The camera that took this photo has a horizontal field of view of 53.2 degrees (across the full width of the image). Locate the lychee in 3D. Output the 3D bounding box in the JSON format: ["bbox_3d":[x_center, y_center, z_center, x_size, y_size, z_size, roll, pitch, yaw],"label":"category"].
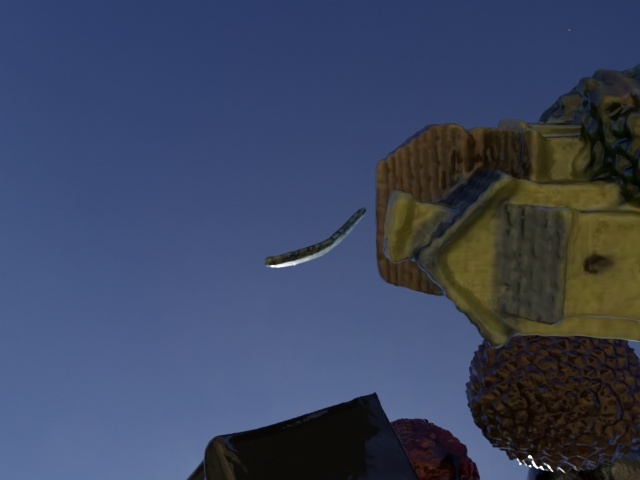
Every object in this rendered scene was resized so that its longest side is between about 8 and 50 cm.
[{"bbox_3d":[0.355,0.219,0.944,0.268,0.267,0.267,7,-71,19],"label":"lychee"}]

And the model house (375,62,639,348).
[{"bbox_3d":[0.192,-0.045,0.639,0.266,0.321,0.261,0,-80,2],"label":"model house"}]

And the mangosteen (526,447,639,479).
[{"bbox_3d":[0.513,0.446,1.154,0.288,0.288,0.288,7,-71,19],"label":"mangosteen"}]

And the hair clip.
[{"bbox_3d":[0.002,0.002,1.009,0.036,0.229,0.066,55,-42,8],"label":"hair clip"}]

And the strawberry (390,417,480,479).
[{"bbox_3d":[0.189,0.437,1.169,0.274,0.274,0.220,30,-64,10],"label":"strawberry"}]

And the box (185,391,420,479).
[{"bbox_3d":[0.008,0.404,0.784,0.204,0.251,0.345,-55,-127,44],"label":"box"}]
